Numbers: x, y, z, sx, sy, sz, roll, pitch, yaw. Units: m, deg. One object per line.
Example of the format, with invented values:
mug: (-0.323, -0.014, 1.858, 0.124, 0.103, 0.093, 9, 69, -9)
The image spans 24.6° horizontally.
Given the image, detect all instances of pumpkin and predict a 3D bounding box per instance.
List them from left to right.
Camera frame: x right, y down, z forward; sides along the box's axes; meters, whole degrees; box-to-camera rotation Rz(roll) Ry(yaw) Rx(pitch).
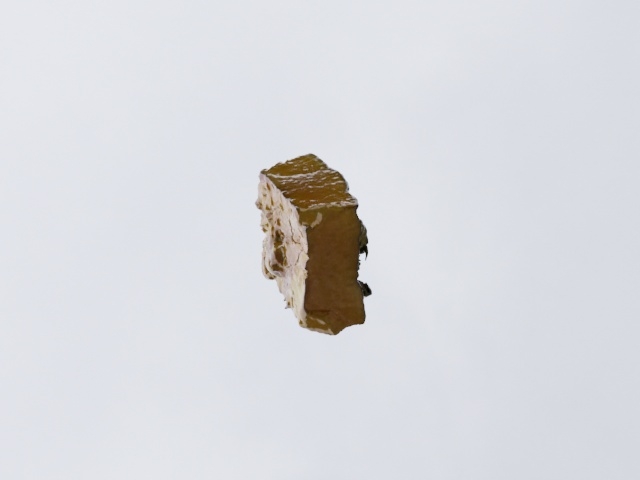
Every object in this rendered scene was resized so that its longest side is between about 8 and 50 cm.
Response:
pumpkin: (0.000, 0.000, 0.789, 0.054, 0.083, 0.074, -8, -63, -16)
